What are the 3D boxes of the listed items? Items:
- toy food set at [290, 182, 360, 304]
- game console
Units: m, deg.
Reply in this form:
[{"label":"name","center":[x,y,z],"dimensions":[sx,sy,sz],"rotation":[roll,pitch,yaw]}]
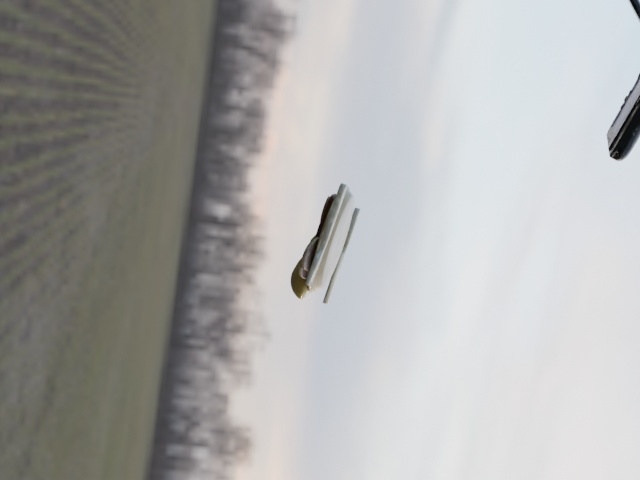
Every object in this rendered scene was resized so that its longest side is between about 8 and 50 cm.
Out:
[{"label":"toy food set","center":[0.000,0.000,1.763],"dimensions":[0.192,0.039,0.132],"rotation":[57,51,-80]},{"label":"game console","center":[0.186,-0.118,1.038],"dimensions":[0.107,0.071,0.122],"rotation":[-62,177,14]}]
